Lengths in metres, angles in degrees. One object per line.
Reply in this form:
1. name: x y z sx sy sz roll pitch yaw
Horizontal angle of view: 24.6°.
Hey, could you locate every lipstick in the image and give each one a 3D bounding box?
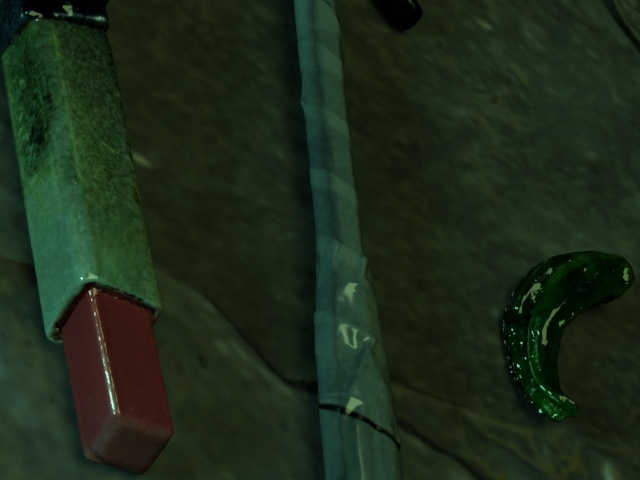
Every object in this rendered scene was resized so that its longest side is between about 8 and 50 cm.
1. lipstick: -0.110 -0.052 0.640 0.051 0.051 0.312 3 62 -34

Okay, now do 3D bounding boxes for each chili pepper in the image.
1. chili pepper: 0.124 0.038 0.754 0.055 0.035 0.118 28 44 5

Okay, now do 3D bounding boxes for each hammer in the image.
1. hammer: 0.001 0.000 0.692 0.152 0.044 0.427 14 57 -28
